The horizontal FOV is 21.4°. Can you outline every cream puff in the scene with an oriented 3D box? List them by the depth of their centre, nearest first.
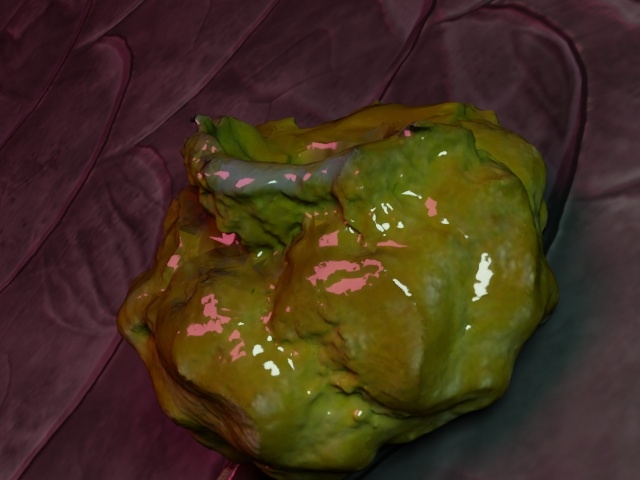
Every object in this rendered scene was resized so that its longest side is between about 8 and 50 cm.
[{"bbox_3d":[0.000,-0.001,0.972,0.281,0.185,0.282,-30,30,19],"label":"cream puff"}]

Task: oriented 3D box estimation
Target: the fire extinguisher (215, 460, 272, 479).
[{"bbox_3d":[-0.070,0.177,1.029,0.049,0.035,0.173,6,56,54],"label":"fire extinguisher"}]
